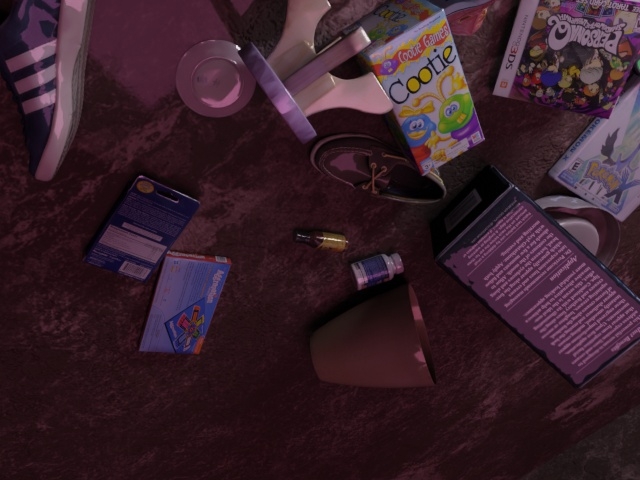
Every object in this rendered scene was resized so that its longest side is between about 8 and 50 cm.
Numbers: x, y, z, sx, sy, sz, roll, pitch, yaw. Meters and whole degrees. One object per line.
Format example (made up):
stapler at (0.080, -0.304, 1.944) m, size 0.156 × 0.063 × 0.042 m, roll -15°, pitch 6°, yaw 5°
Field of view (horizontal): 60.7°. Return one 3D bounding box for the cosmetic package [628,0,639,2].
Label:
cosmetic package at (0.548, -0.396, 1.094) m, size 0.118 × 0.085 × 0.231 m, roll -3°, pitch 126°, yaw -17°

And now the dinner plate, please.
dinner plate at (-0.181, -0.279, 0.959) m, size 0.141 × 0.017 × 0.141 m, roll -9°, pitch 127°, yaw -12°

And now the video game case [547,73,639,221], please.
video game case at (0.761, -0.215, 1.343) m, size 0.329 × 0.036 × 0.300 m, roll 21°, pitch 116°, yaw -32°

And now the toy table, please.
toy table at (-0.014, -0.269, 0.866) m, size 0.161 × 0.274 × 0.252 m, roll -36°, pitch 120°, yaw 4°

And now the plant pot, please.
plant pot at (0.122, 0.259, 1.363) m, size 0.274 × 0.256 × 0.256 m, roll -15°, pitch 132°, yaw 13°

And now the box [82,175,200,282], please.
box at (-0.351, -0.024, 1.077) m, size 0.136 × 0.036 × 0.225 m, roll 26°, pitch 115°, yaw -34°

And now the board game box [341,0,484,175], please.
board game box at (0.174, -0.283, 1.004) m, size 0.142 × 0.144 × 0.275 m, roll -30°, pitch 130°, yaw 5°

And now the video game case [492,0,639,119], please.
video game case at (0.473, -0.358, 1.042) m, size 0.232 × 0.041 × 0.210 m, roll 17°, pitch 127°, yaw 12°

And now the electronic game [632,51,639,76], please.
electronic game at (0.718, -0.446, 1.116) m, size 0.229 × 0.048 × 0.229 m, roll -20°, pitch 133°, yaw -23°

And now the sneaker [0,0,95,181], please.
sneaker at (-0.437, -0.259, 0.818) m, size 0.148 × 0.131 × 0.349 m, roll 11°, pitch 116°, yaw -19°

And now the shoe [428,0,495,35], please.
shoe at (0.267, -0.408, 0.939) m, size 0.081 × 0.178 × 0.063 m, roll 16°, pitch 82°, yaw -34°

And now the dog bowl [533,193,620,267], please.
dog bowl at (0.594, 0.032, 1.429) m, size 0.349 × 0.102 × 0.348 m, roll -10°, pitch 128°, yaw -13°

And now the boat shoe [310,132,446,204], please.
boat shoe at (0.127, -0.141, 1.128) m, size 0.305 × 0.091 × 0.109 m, roll 9°, pitch 122°, yaw -26°

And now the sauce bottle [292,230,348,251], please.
sauce bottle at (0.000, 0.000, 1.224) m, size 0.128 × 0.042 × 0.042 m, roll 9°, pitch 122°, yaw -23°

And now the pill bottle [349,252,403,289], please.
pill bottle at (0.135, 0.071, 1.311) m, size 0.120 × 0.067 × 0.067 m, roll -18°, pitch 130°, yaw -7°

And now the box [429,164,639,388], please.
box at (0.449, 0.058, 1.163) m, size 0.395 × 0.293 × 0.212 m, roll 42°, pitch 108°, yaw -4°

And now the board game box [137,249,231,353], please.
board game box at (-0.310, 0.146, 1.230) m, size 0.145 × 0.027 × 0.281 m, roll 10°, pitch 122°, yaw -25°
